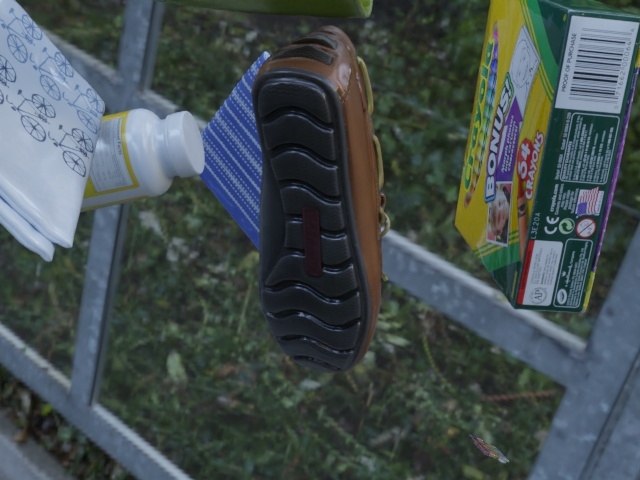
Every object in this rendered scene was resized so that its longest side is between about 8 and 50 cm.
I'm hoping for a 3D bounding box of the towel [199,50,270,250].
[{"bbox_3d":[-0.081,-0.125,1.687,0.243,0.336,0.040,50,52,2],"label":"towel"}]

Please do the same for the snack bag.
[{"bbox_3d":[-0.333,-0.178,0.956,0.342,0.037,0.323,49,17,-26],"label":"snack bag"}]

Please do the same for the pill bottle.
[{"bbox_3d":[-0.232,-0.094,1.202,0.184,0.103,0.103,-11,26,10],"label":"pill bottle"}]

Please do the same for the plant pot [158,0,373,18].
[{"bbox_3d":[-0.116,-0.315,0.884,0.293,0.274,0.275,-4,26,9],"label":"plant pot"}]

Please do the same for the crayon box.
[{"bbox_3d":[0.280,-0.134,1.349,0.106,0.363,0.313,4,19,-9],"label":"crayon box"}]

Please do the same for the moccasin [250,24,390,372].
[{"bbox_3d":[0.003,-0.029,1.061,0.139,0.380,0.147,4,32,23],"label":"moccasin"}]

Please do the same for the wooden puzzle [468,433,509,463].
[{"bbox_3d":[0.273,0.339,1.682,0.049,0.006,0.083,25,7,-22],"label":"wooden puzzle"}]
